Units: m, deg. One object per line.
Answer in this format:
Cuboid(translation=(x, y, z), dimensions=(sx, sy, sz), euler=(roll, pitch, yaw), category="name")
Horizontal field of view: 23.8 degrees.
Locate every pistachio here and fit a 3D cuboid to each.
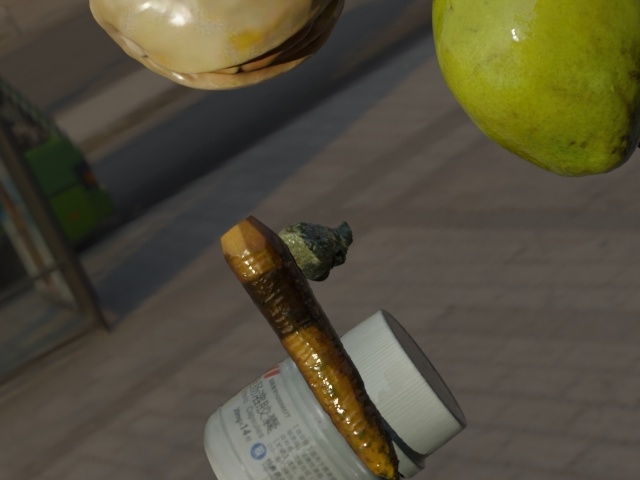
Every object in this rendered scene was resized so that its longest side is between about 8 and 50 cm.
Cuboid(translation=(-0.121, -0.293, 1.827), dimensions=(0.308, 0.230, 0.230), euler=(-13, 17, -2), category="pistachio")

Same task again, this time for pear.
Cuboid(translation=(0.207, -0.184, 1.370), dimensions=(0.212, 0.269, 0.212), euler=(-22, 19, 8), category="pear")

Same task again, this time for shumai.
Cuboid(translation=(0.000, 0.000, 1.744), dimensions=(0.080, 0.082, 0.083), euler=(-48, 9, -32), category="shumai")

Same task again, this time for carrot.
Cuboid(translation=(-0.002, 0.115, 1.596), dimensions=(0.066, 0.314, 0.066), euler=(-33, -3, -2), category="carrot")

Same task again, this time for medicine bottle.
Cuboid(translation=(0.022, 0.260, 2.081), dimensions=(0.306, 0.245, 0.245), euler=(-36, 16, 5), category="medicine bottle")

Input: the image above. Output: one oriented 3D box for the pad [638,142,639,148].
Cuboid(translation=(0.388, -0.204, 1.571), dimensions=(0.243, 0.163, 0.004), euler=(-53, 51, 8), category="pad")
